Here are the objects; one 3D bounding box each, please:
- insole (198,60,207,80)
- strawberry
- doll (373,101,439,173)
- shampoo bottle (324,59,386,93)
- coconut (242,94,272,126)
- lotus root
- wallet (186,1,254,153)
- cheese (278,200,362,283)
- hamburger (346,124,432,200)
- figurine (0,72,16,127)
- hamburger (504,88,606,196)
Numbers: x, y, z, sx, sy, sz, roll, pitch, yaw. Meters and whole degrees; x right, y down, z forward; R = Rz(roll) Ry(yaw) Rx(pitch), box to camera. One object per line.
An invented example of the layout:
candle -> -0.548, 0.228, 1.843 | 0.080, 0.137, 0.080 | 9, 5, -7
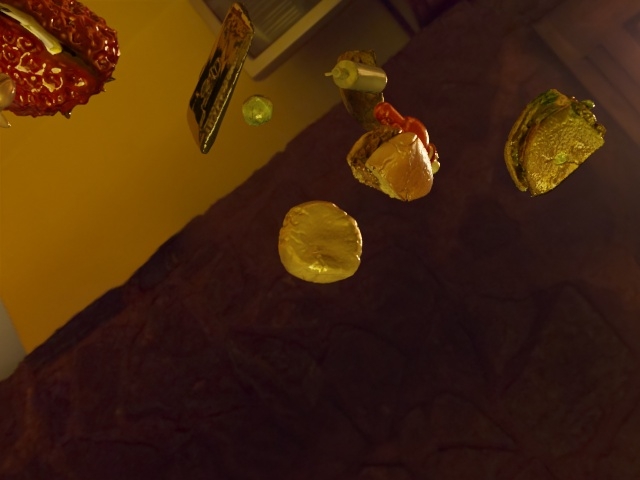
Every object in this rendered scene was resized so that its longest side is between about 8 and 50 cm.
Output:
insole -> -0.300, -0.564, 1.870 | 0.005, 0.253, 0.086 | 19, 158, 38
strawberry -> -0.649, -0.448, 1.325 | 0.345, 0.318, 0.295 | 51, -132, -58
doll -> 0.260, -0.305, 1.817 | 0.290, 0.130, 0.160 | 32, -134, -38
shampoo bottle -> 0.111, -0.494, 1.813 | 0.085, 0.085, 0.262 | 55, -151, 12
coconut -> -0.176, -0.367, 1.682 | 0.087, 0.088, 0.096 | 59, 165, 26
lotus root -> 0.145, -0.512, 2.106 | 0.210, 0.142, 0.313 | -96, -9, -65
wallet -> -0.181, -0.293, 1.078 | 0.052, 0.245, 0.168 | 14, -149, -26
cheese -> 0.000, 0.000, 1.566 | 0.226, 0.117, 0.213 | 13, -112, -29
hamburger -> 0.189, -0.196, 1.554 | 0.155, 0.282, 0.245 | 32, 136, 32
figurine -> -0.613, -0.268, 1.060 | 0.138, 0.125, 0.125 | 43, -168, 10
hamburger -> 0.598, -0.271, 1.574 | 0.192, 0.288, 0.167 | 46, -175, -11
